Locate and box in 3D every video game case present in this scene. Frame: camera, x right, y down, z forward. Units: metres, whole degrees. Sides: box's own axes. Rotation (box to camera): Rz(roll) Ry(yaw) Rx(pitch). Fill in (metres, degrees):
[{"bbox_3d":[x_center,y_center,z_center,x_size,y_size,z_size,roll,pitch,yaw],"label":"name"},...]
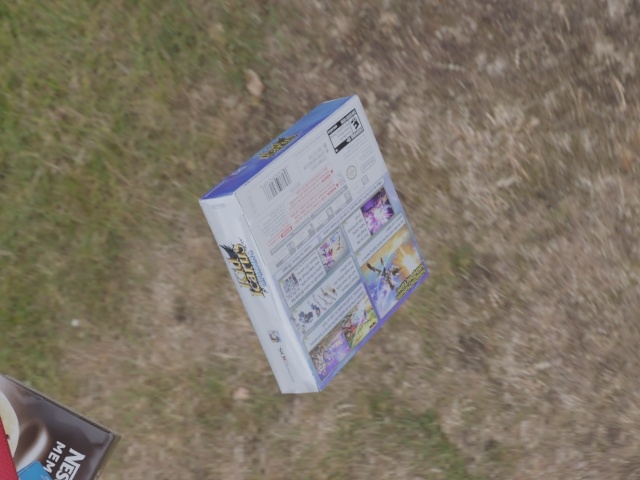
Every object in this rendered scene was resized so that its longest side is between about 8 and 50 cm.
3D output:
[{"bbox_3d":[0.000,0.000,1.597,0.061,0.269,0.244,-9,112,38],"label":"video game case"}]

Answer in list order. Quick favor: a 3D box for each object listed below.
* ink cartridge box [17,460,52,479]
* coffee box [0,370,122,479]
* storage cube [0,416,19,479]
[{"bbox_3d":[-0.286,0.305,1.275,0.082,0.191,0.139,-35,91,23],"label":"ink cartridge box"},{"bbox_3d":[-0.416,0.244,1.737,0.297,0.119,0.168,27,81,1],"label":"coffee box"},{"bbox_3d":[-0.351,0.178,1.027,0.184,0.215,0.193,-5,102,46],"label":"storage cube"}]
